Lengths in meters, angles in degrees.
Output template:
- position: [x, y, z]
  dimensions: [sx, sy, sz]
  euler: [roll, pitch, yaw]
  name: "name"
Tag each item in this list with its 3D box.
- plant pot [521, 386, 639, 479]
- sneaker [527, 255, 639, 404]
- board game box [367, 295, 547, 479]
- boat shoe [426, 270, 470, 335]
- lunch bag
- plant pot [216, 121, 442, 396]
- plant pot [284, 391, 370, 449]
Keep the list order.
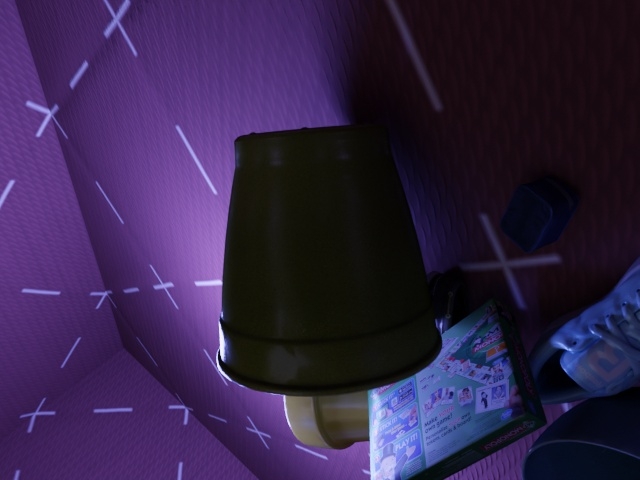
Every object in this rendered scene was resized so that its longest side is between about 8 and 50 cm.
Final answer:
- position: [0.462, 0.320, 0.752]
  dimensions: [0.290, 0.195, 0.290]
  euler: [30, 141, 28]
  name: "plant pot"
- position: [0.396, 0.133, 0.695]
  dimensions: [0.135, 0.150, 0.366]
  euler: [41, 145, 13]
  name: "sneaker"
- position: [0.194, 0.260, 0.866]
  dimensions: [0.046, 0.214, 0.317]
  euler: [31, 125, -20]
  name: "board game box"
- position: [0.237, 0.163, 0.965]
  dimensions: [0.068, 0.081, 0.228]
  euler: [11, 127, 48]
  name: "boat shoe"
- position: [0.296, -0.033, 0.730]
  dimensions: [0.067, 0.065, 0.099]
  euler: [54, 149, 34]
  name: "lunch bag"
- position: [0.000, 0.000, 0.856]
  dimensions: [0.366, 0.366, 0.353]
  euler: [7, 106, 46]
  name: "plant pot"
- position: [0.089, 0.325, 1.161]
  dimensions: [0.238, 0.254, 0.254]
  euler: [-5, 119, 33]
  name: "plant pot"
